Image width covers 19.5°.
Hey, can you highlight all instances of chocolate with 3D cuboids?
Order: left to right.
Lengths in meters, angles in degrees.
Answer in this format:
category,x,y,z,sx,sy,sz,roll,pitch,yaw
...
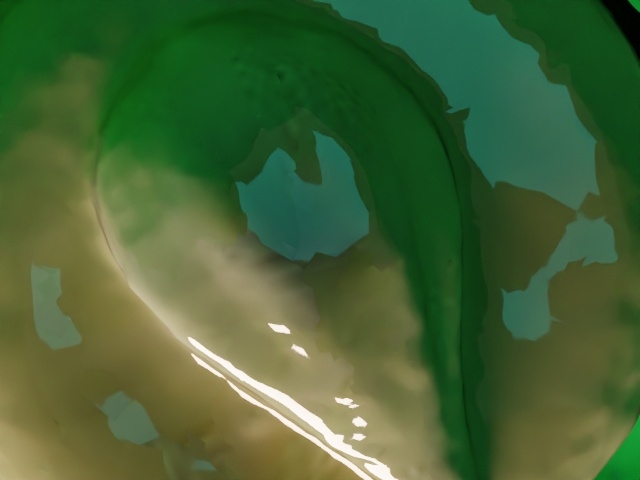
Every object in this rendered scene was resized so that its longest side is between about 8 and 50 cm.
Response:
category,x,y,z,sx,sy,sz,roll,pitch,yaw
chocolate,0.000,0.000,0.729,0.326,0.297,0.314,20,104,-23
